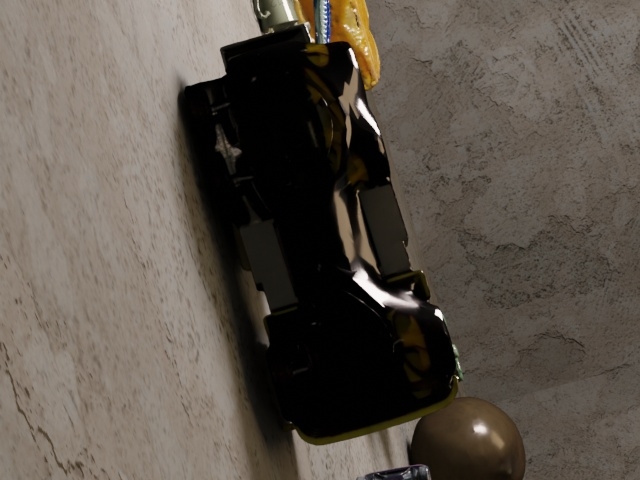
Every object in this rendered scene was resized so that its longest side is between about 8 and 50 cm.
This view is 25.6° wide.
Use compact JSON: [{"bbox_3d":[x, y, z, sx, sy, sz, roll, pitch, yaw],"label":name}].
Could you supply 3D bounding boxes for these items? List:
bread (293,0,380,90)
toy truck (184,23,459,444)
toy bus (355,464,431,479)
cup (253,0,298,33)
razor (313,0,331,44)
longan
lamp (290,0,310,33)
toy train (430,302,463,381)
[{"bbox_3d":[0.015,-0.404,2.516,0.167,0.132,0.294,-91,165,-60],"label":"bread"},{"bbox_3d":[0.000,0.000,1.406,0.254,0.180,0.405,75,-3,-78],"label":"toy truck"},{"bbox_3d":[0.095,0.350,1.668,0.199,0.096,0.108,-80,157,-69],"label":"toy bus"},{"bbox_3d":[-0.079,-0.350,2.071,0.054,0.075,0.083,-19,-90,61],"label":"cup"},{"bbox_3d":[0.010,-0.399,2.337,0.093,0.056,0.324,1,-98,60],"label":"razor"},{"bbox_3d":[0.251,0.362,2.421,0.220,0.196,0.196,32,41,-60],"label":"longan"},{"bbox_3d":[-0.055,-0.427,2.352,0.056,0.050,0.198,56,20,-71],"label":"lamp"},{"bbox_3d":[0.105,0.110,2.092,0.304,0.150,0.221,56,13,-62],"label":"toy train"}]
